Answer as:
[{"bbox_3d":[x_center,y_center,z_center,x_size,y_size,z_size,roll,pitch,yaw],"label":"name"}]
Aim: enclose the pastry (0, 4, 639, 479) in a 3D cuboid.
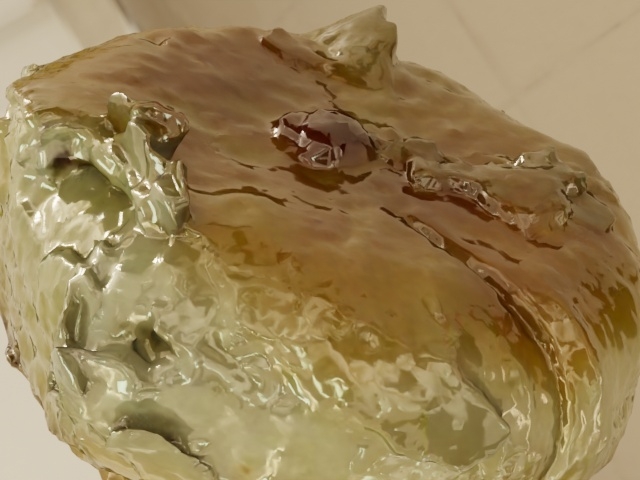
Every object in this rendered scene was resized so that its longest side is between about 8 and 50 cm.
[{"bbox_3d":[0.004,0.003,0.647,0.257,0.236,0.120,-121,42,-53],"label":"pastry"}]
